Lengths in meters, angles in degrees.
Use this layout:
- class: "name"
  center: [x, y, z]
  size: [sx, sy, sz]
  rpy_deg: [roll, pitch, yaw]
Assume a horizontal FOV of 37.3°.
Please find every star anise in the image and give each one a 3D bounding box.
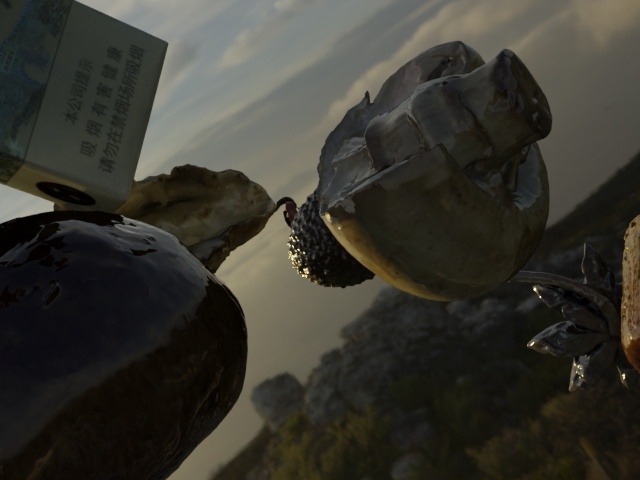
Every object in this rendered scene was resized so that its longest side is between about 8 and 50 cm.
- class: "star anise"
  center: [0.360, 0.099, 1.205]
  size: [0.081, 0.262, 0.230]
  rpy_deg: [-75, 11, -65]

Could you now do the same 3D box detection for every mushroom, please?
- class: "mushroom"
  center: [0.124, -0.055, 0.822]
  size: [0.195, 0.189, 0.253]
  rpy_deg: [-28, 28, 33]
- class: "mushroom"
  center: [-0.205, 0.101, 0.543]
  size: [0.345, 0.239, 0.345]
  rpy_deg: [1, 20, 0]

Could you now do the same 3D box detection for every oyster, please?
- class: "oyster"
  center: [-0.202, 0.031, 0.933]
  size: [0.341, 0.166, 0.110]
  rpy_deg: [-50, -5, -30]

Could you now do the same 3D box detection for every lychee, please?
- class: "lychee"
  center: [0.032, -0.005, 1.345]
  size: [0.171, 0.171, 0.171]
  rpy_deg: [-36, 4, 3]

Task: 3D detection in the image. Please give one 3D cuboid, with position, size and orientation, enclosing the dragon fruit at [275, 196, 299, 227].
- class: "dragon fruit"
  center: [0.000, 0.000, 1.480]
  size: [0.094, 0.190, 0.094]
  rpy_deg: [-41, -30, -31]

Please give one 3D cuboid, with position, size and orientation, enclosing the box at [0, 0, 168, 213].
- class: "box"
  center: [-0.271, -0.139, 0.797]
  size: [0.069, 0.256, 0.164]
  rpy_deg: [-25, 50, 55]

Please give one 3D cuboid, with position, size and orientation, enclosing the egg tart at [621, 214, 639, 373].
- class: "egg tart"
  center: [0.394, 0.069, 0.945]
  size: [0.202, 0.202, 0.147]
  rpy_deg: [-30, 35, 58]
